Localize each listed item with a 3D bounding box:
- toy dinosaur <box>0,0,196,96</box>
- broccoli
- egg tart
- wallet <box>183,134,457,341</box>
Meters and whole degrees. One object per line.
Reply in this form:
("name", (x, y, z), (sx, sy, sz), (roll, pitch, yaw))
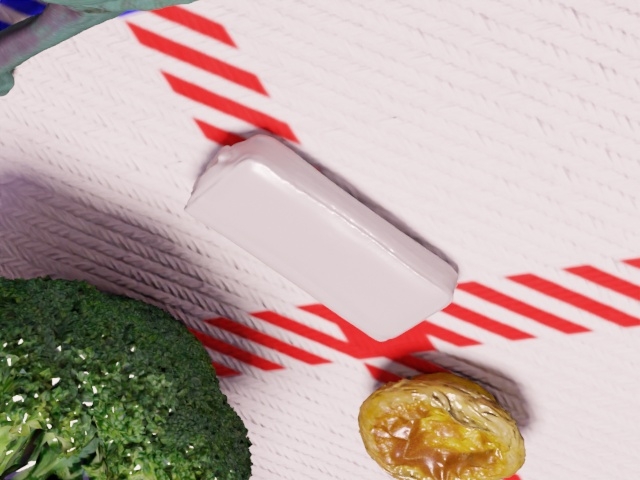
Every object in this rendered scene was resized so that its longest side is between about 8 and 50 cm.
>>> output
("toy dinosaur", (-0.178, -0.152, 0.880), (0.331, 0.129, 0.383), (-17, 167, 26))
("broccoli", (-0.187, 0.151, 1.180), (0.308, 0.275, 0.308), (43, 158, 22))
("egg tart", (0.090, 0.138, 1.222), (0.130, 0.052, 0.130), (11, 138, 11))
("wallet", (0.000, 0.000, 1.120), (0.190, 0.033, 0.095), (37, 136, -19))
